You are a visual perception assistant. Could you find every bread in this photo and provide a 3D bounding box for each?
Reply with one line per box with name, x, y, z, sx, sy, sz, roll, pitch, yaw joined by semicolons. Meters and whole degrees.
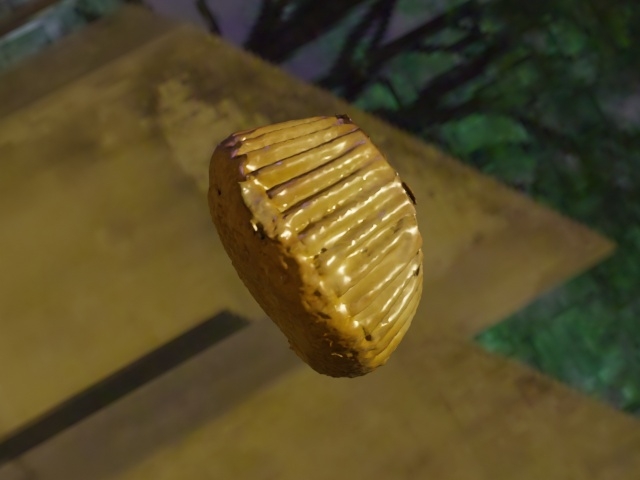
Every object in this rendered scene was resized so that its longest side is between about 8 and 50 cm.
bread;-0.003;0.003;1.491;0.240;0.139;0.240;53;-12;16
